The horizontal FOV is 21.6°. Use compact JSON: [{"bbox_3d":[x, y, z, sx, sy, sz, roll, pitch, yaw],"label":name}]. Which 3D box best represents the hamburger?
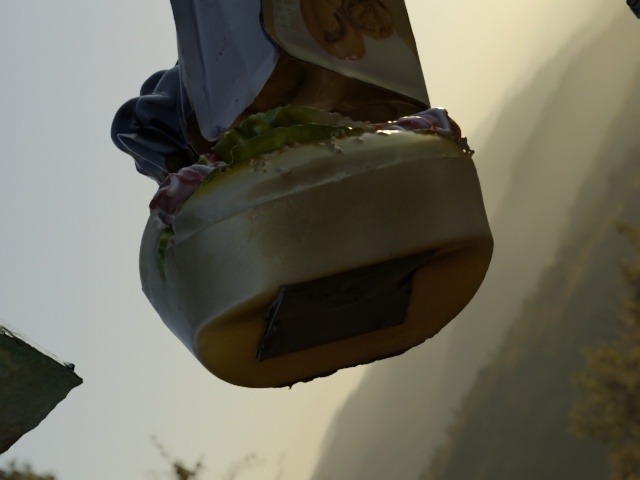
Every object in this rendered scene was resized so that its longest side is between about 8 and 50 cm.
[{"bbox_3d":[0.000,0.000,0.984,0.173,0.210,0.116,98,151,-52],"label":"hamburger"}]

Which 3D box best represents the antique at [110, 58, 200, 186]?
[{"bbox_3d":[-0.049,-0.089,1.615,0.322,0.255,0.185,-33,18,48],"label":"antique"}]

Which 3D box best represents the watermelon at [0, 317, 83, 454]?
[{"bbox_3d":[-0.315,0.080,0.911,0.302,0.264,0.151,-49,44,22],"label":"watermelon"}]

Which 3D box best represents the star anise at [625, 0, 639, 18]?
[{"bbox_3d":[0.401,-0.276,1.497,0.237,0.148,0.346,-21,-3,-35],"label":"star anise"}]

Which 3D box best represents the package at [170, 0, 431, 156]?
[{"bbox_3d":[-0.051,-0.229,1.450,0.165,0.221,0.311,-30,62,35],"label":"package"}]
